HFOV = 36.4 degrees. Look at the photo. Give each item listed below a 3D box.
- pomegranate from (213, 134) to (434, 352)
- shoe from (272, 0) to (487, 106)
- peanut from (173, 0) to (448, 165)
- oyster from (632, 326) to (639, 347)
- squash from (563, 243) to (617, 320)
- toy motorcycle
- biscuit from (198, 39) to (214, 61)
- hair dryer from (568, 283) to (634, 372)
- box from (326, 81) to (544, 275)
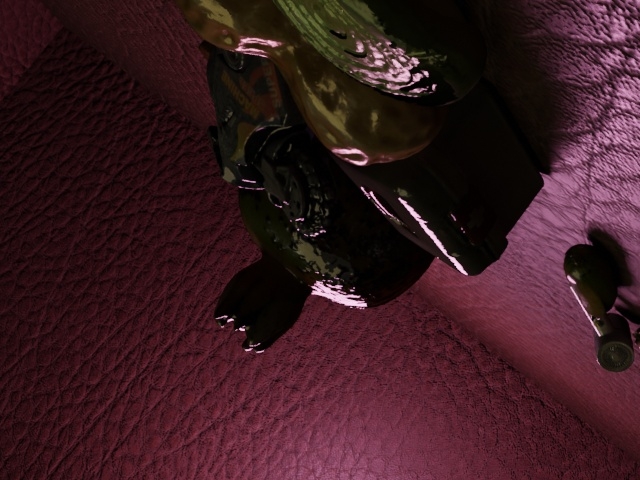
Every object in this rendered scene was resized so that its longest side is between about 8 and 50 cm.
[{"bbox_3d":[0.000,0.000,1.249,0.285,0.341,0.285,37,172,6],"label":"pomegranate"},{"bbox_3d":[0.006,-0.191,0.561,0.262,0.128,0.140,41,-174,-5],"label":"shoe"},{"bbox_3d":[-0.015,-0.182,0.728,0.305,0.147,0.147,39,176,-18],"label":"peanut"},{"bbox_3d":[0.424,0.145,1.179,0.105,0.056,0.177,49,179,17],"label":"oyster"},{"bbox_3d":[0.314,0.051,1.118,0.052,0.052,0.183,36,174,31],"label":"squash"},{"bbox_3d":[-0.056,-0.154,0.880,0.173,0.108,0.307,6,110,61],"label":"toy motorcycle"},{"bbox_3d":[-0.072,-0.223,1.526,0.320,0.047,0.183,39,173,10],"label":"biscuit"},{"bbox_3d":[0.354,0.094,1.242,0.137,0.047,0.082,56,-157,-15],"label":"hair dryer"},{"bbox_3d":[0.113,-0.073,0.938,0.148,0.129,0.210,35,176,40],"label":"box"}]
